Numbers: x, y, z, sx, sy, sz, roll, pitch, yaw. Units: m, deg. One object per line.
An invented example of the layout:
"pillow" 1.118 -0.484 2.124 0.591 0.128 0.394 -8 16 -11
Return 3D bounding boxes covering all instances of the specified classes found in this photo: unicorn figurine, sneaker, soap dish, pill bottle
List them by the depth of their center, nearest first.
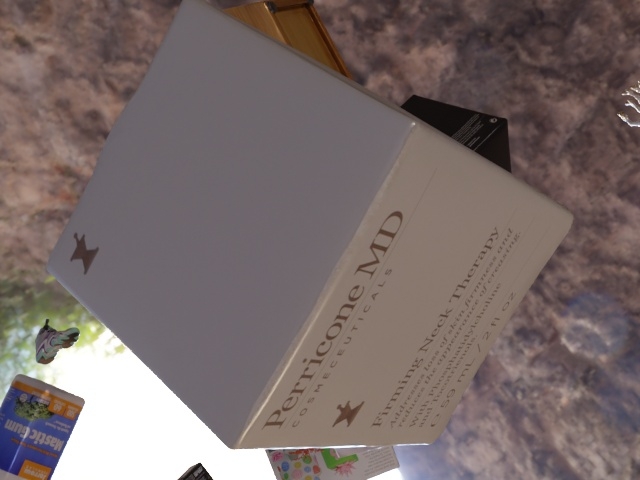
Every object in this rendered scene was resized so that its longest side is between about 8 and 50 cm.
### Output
"sneaker" -0.450 0.157 1.488 0.038 0.098 0.069 34 26 -52
"soap dish" -0.045 -0.325 1.656 0.118 0.229 0.290 -27 -86 31
"unicorn figurine" 0.644 -0.247 1.723 0.111 0.060 0.162 38 3 25
"pill bottle" -0.584 0.413 1.728 0.152 0.272 0.152 19 -17 6

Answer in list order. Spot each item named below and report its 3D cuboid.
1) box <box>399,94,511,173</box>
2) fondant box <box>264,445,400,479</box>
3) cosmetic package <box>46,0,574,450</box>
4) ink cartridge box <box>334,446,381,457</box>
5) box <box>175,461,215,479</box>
"box" 0.218 -0.093 1.467 0.184 0.103 0.261 25 -36 39
"fondant box" -0.012 0.334 1.745 0.096 0.238 0.330 -137 -153 -82
"cosmetic package" 0.000 0.000 0.956 0.327 0.329 0.394 36 11 34
"ink cartridge box" 0.035 0.200 1.415 0.172 0.100 0.237 -81 150 -64
"box" -0.113 0.242 0.753 0.018 0.083 0.067 -32 -84 44
